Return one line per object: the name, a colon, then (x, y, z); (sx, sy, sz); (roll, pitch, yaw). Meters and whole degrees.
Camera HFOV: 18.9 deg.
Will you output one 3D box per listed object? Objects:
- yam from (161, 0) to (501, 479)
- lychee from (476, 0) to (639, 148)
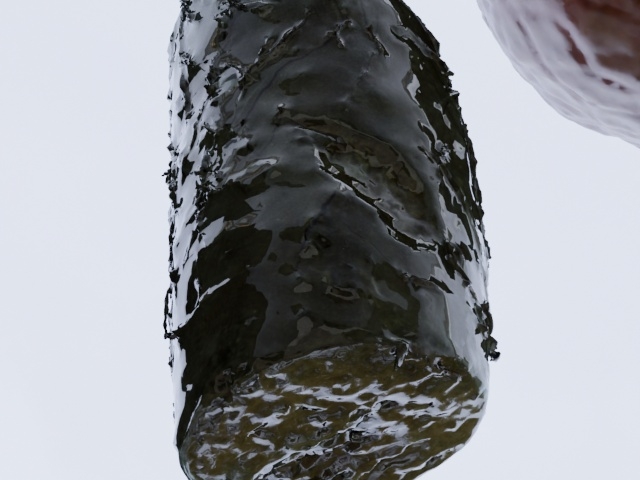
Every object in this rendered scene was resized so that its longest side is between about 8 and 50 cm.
yam: (0.000, 0.000, 0.575); (0.107, 0.107, 0.183); (7, -139, -8)
lychee: (0.193, -0.153, 0.863); (0.255, 0.300, 0.255); (1, -104, -2)
